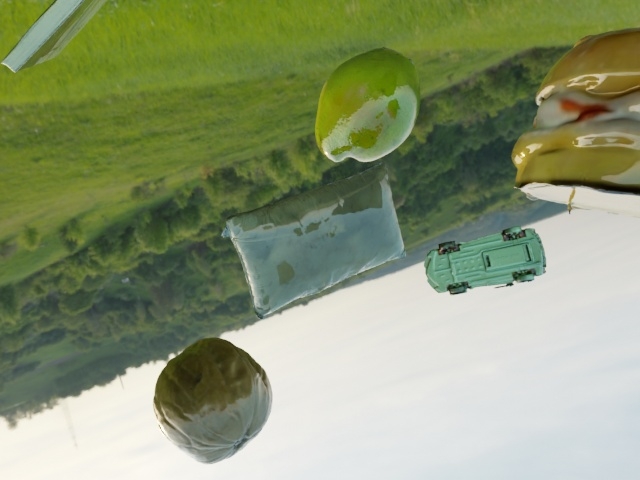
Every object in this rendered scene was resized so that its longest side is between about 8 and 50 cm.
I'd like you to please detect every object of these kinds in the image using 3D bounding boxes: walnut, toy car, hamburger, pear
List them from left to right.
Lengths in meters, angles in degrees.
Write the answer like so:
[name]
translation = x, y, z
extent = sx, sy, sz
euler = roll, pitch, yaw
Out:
[walnut]
translation = -0.205, 0.298, 0.905
extent = 0.228, 0.228, 0.228
euler = -20, 174, -2
[pear]
translation = 0.086, -0.243, 0.897
extent = 0.219, 0.187, 0.187
euler = -57, 173, 0
[toy car]
translation = 0.173, 0.024, 0.503
extent = 0.122, 0.059, 0.035
euler = -14, 173, 21
[hamburger]
translation = 0.386, -0.147, 0.577
extent = 0.276, 0.236, 0.276
euler = 9, -177, 0

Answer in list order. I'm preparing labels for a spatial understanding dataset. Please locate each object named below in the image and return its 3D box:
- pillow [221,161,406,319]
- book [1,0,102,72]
[pillow]
translation = 0.000, 0.000, 0.786
extent = 0.302, 0.184, 0.075
euler = -22, -158, -18
[book]
translation = -0.357, -0.337, 0.689
extent = 0.201, 0.026, 0.289
euler = -44, -150, 6
